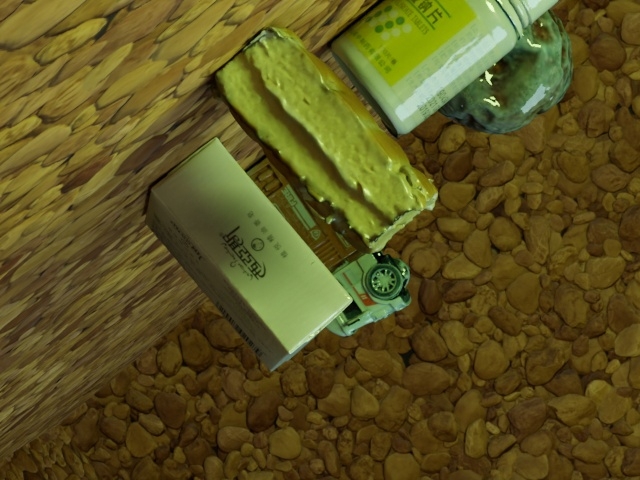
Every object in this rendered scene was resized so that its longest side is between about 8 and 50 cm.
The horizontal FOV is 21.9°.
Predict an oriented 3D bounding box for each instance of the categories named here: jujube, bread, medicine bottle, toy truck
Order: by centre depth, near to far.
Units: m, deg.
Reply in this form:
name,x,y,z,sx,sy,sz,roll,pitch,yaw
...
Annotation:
name,x,y,z,sx,sy,sz,roll,pitch,yaw
bread,0.009,-0.097,1.687,0.111,0.239,0.246,-43,175,4
medicine bottle,0.150,-0.253,1.943,0.258,0.143,0.143,-38,177,-1
jujube,0.233,-0.255,2.254,0.226,0.226,0.317,-40,-178,12
toy truck,0.000,0.000,2.472,0.162,0.305,0.136,-34,178,9

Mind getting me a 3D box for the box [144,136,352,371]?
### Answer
name,x,y,z,sx,sy,sz,roll,pitch,yaw
box,-0.093,0.023,2.020,0.111,0.260,0.194,-37,177,-14
